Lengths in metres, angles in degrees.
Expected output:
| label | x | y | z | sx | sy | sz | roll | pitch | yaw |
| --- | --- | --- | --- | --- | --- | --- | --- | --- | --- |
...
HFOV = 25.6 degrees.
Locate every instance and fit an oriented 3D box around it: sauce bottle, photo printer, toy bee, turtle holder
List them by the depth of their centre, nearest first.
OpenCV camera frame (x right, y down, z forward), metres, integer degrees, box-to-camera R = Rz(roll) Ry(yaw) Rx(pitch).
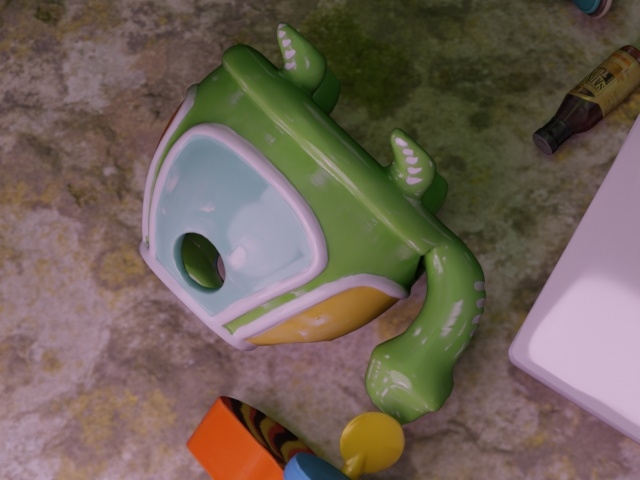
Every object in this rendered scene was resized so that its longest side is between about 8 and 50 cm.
| label | x | y | z | sx | sy | sz | roll | pitch | yaw |
| --- | --- | --- | --- | --- | --- | --- | --- | --- | --- |
| photo printer | 0.337 | 0.068 | 1.116 | 0.307 | 0.107 | 0.256 | 33 | 103 | 22 |
| toy bee | 0.009 | 0.251 | 1.126 | 0.195 | 0.162 | 0.298 | -39 | 45 | 24 |
| turtle holder | -0.007 | -0.008 | 1.216 | 0.320 | 0.243 | 0.227 | 43 | 93 | -15 |
| sauce bottle | 0.251 | -0.129 | 1.311 | 0.128 | 0.042 | 0.042 | -42 | 65 | -13 |

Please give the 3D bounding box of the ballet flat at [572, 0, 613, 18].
| label | x | y | z | sx | sy | sz | roll | pitch | yaw |
| --- | --- | --- | --- | --- | --- | --- | --- | --- | --- |
| ballet flat | 0.260 | -0.323 | 1.391 | 0.086 | 0.086 | 0.248 | -19 | 61 | 0 |
